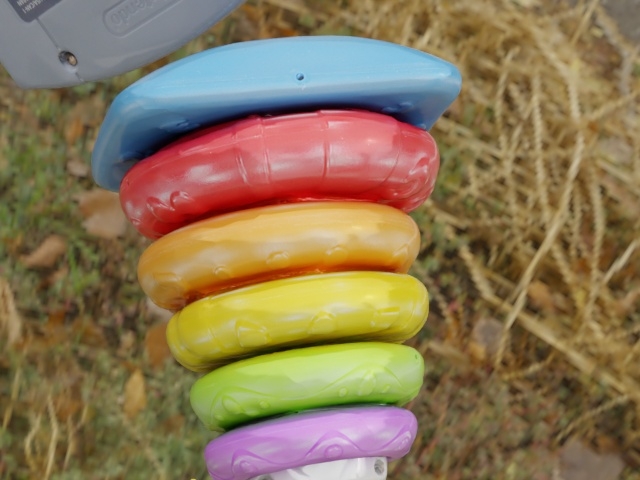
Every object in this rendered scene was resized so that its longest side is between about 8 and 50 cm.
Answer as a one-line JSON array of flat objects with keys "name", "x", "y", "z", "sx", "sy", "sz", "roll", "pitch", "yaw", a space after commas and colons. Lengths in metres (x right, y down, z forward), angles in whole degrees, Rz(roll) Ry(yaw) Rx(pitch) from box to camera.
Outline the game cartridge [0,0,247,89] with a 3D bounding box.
[{"name": "game cartridge", "x": -0.125, "y": -0.199, "z": 0.929, "sx": 0.060, "sy": 0.294, "sz": 0.196, "roll": -41, "pitch": 103, "yaw": -42}]

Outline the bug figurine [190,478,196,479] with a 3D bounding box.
[{"name": "bug figurine", "x": -0.106, "y": 0.403, "z": 1.749, "sx": 0.279, "sy": 0.072, "sz": 0.216, "roll": 43, "pitch": 71, "yaw": -2}]

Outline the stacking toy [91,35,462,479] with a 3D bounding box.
[{"name": "stacking toy", "x": -0.006, "y": 0.067, "z": 0.794, "sx": 0.175, "sy": 0.166, "sz": 0.301, "roll": -6, "pitch": 77, "yaw": -14}]
